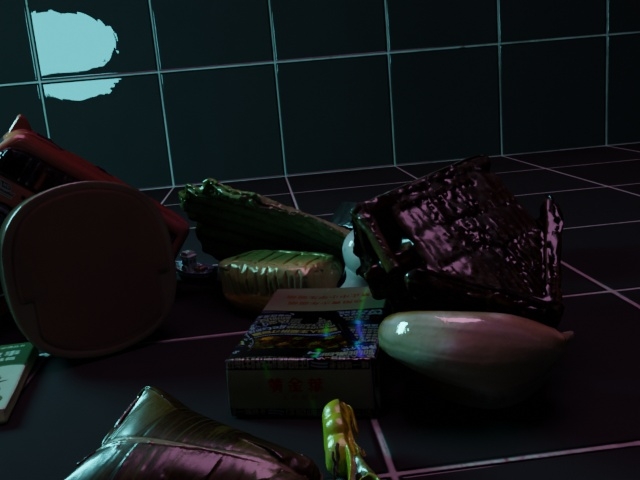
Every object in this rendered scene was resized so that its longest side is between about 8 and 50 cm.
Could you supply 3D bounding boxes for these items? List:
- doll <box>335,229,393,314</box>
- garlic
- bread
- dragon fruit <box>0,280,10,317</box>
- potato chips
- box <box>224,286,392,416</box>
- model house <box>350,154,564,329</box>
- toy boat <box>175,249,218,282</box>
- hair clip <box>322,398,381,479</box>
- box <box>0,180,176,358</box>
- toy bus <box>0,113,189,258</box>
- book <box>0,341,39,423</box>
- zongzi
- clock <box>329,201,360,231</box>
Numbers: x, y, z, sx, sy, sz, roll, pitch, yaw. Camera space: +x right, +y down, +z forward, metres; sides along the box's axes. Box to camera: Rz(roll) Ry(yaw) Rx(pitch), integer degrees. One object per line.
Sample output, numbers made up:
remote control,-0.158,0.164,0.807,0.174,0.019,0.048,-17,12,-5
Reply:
doll,0.083,0.058,1.211,0.107,0.180,0.110,8,18,-3
garlic,0.184,0.146,0.868,0.228,0.110,0.217,-4,-21,32
bread,-0.075,0.080,1.315,0.236,0.106,0.140,4,17,34
dragon fruit,-0.678,0.082,1.345,0.293,0.233,0.234,17,23,32
potato chips,-0.078,-0.001,1.403,0.429,0.070,0.358,16,-21,2
box,0.001,0.150,1.032,0.198,0.084,0.310,-2,13,10
model house,0.220,0.066,1.037,0.297,0.317,0.282,-32,65,-12
toy boat,-0.287,0.056,1.588,0.140,0.066,0.059,6,20,43
hair clip,0.029,0.228,0.736,0.046,0.072,0.173,-4,22,-11
box,-0.417,0.045,1.231,0.301,0.301,0.216,-13,7,-31
toy bus,-0.492,-0.054,1.423,0.427,0.233,0.203,32,-3,-25
book,-0.546,0.220,1.055,0.202,0.027,0.264,-8,13,-10
zongzi,-0.135,0.258,0.627,0.248,0.111,0.241,10,37,31
clock,0.150,0.003,1.371,0.281,0.055,0.280,22,-6,3
